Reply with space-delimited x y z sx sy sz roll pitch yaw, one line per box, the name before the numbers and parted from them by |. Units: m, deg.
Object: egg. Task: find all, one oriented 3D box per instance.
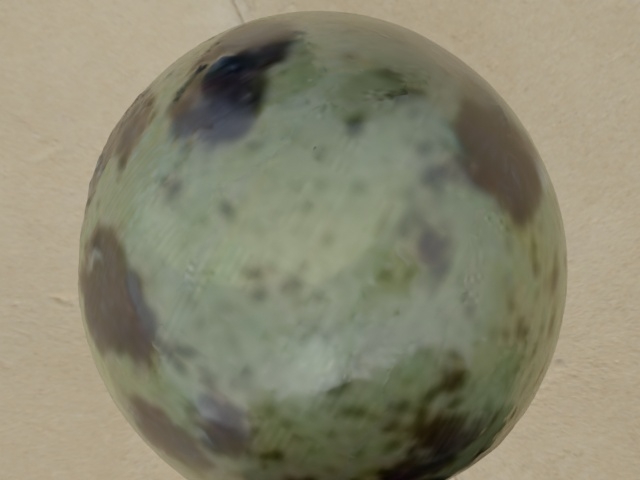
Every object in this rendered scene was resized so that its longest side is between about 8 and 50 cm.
egg | 0.000 0.000 0.617 0.344 0.428 0.345 0 124 0
